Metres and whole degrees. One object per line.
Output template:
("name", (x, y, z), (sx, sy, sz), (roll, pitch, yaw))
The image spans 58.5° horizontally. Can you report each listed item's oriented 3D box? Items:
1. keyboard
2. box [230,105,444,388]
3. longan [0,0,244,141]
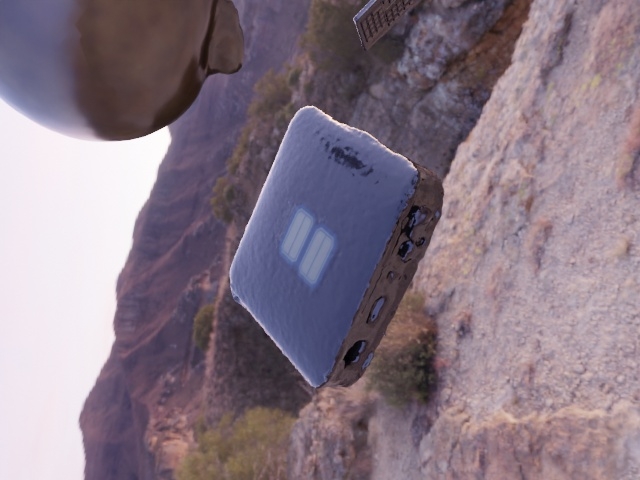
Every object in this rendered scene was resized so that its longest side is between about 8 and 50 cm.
("keyboard", (0.090, -0.243, 0.528), (0.155, 0.010, 0.053), (-46, -20, 2))
("box", (0.000, 0.000, 0.879), (0.350, 0.091, 0.359), (38, 108, 48))
("longan", (-0.150, -0.158, 0.424), (0.185, 0.204, 0.159), (-40, 59, 49))
